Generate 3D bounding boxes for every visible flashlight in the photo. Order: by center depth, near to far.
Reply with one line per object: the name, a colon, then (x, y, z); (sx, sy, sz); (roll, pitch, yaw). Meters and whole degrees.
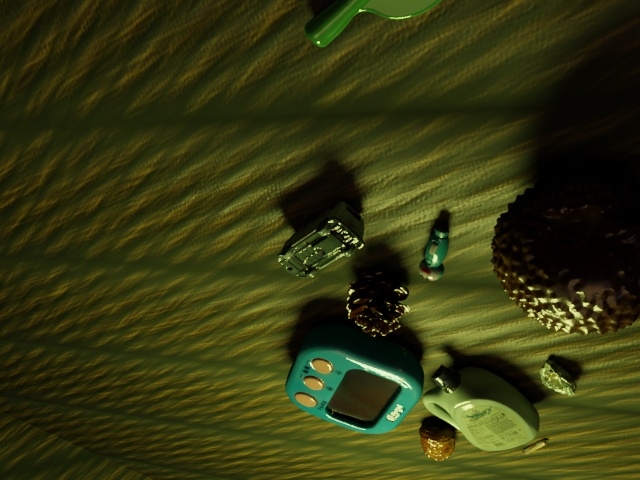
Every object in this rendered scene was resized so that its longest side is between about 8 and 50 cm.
flashlight: (0.221, 0.023, 1.076); (0.051, 0.051, 0.129); (12, 129, 9)

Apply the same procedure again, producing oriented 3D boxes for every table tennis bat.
table tennis bat: (0.076, -0.357, 0.765); (0.257, 0.039, 0.160); (-32, 117, 34)

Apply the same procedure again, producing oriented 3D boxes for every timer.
timer: (0.080, 0.347, 1.390); (0.308, 0.115, 0.340); (21, 136, 1)

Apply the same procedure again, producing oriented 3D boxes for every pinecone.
pinecone: (0.120, 0.134, 1.164); (0.140, 0.121, 0.140); (4, 133, 5)

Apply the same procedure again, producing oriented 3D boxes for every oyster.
oyster: (0.531, 0.309, 1.255); (0.098, 0.037, 0.100); (35, 158, 11)

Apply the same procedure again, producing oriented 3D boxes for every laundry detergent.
laundry detergent: (0.359, 0.391, 1.337); (0.280, 0.105, 0.215); (35, 136, -17)

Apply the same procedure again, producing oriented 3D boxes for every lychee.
lychee: (0.405, 0.027, 0.873); (0.267, 0.268, 0.268); (10, 135, 10)

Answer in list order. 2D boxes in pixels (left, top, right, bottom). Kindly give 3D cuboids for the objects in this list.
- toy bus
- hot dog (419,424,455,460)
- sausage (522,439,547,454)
toy bus: (0.000, 0.000, 1.098); (0.087, 0.089, 0.193); (39, 133, -20)
hot dog: (0.320, 0.551, 1.538); (0.099, 0.065, 0.147); (0, 139, 20)
sausage: (0.565, 0.547, 1.479); (0.015, 0.015, 0.100); (26, 136, -5)
